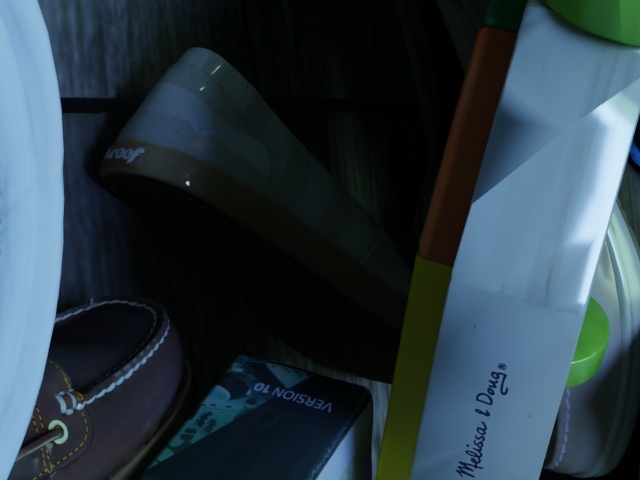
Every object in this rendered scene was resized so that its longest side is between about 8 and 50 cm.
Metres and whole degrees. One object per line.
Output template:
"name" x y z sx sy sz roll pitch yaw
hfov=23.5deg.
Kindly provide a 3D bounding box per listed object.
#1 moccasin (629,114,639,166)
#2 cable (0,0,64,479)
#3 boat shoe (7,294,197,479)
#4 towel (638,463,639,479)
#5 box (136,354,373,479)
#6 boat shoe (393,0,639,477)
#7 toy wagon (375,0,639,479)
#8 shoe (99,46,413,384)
"moccasin" 0.222 -0.201 0.964 0.342 0.117 0.137 63 39 -30
"cable" -0.167 0.017 0.272 0.257 0.089 0.257 -25 123 -35
"boat shoe" -0.109 0.064 0.454 0.207 0.073 0.073 -44 125 -51
"towel" 0.220 0.089 0.893 0.336 0.040 0.243 77 28 -51
"box" -0.069 0.218 0.449 0.322 0.058 0.232 -52 147 -49
"boat shoe" 0.091 -0.016 0.766 0.098 0.109 0.302 -16 110 -20
"toy wagon" 0.098 -0.042 0.576 0.344 0.068 0.267 -65 167 -49
"shoe" 0.000 0.000 0.629 0.219 0.077 0.058 40 59 -45
